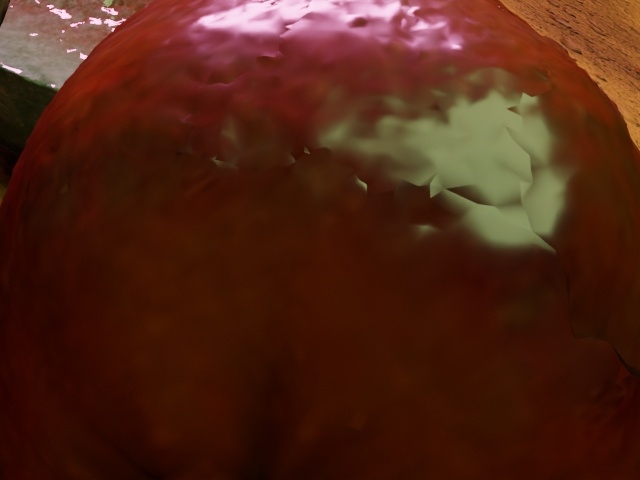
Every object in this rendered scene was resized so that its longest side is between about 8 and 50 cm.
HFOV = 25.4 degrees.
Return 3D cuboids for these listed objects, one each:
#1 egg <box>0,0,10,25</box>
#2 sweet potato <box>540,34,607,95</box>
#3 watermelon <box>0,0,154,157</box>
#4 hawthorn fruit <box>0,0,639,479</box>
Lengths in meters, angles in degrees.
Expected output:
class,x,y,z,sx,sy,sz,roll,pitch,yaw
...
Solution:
class,x,y,z,sx,sy,sz,roll,pitch,yaw
egg,-0.185,-0.101,0.512,0.141,0.141,0.182,36,35,11
sweet potato,0.111,-0.095,0.933,0.341,0.092,0.114,37,49,15
watermelon,-0.073,-0.120,0.671,0.154,0.094,0.241,21,50,3
hawthorn fruit,0.000,0.000,0.446,0.211,0.211,0.299,22,31,-19
